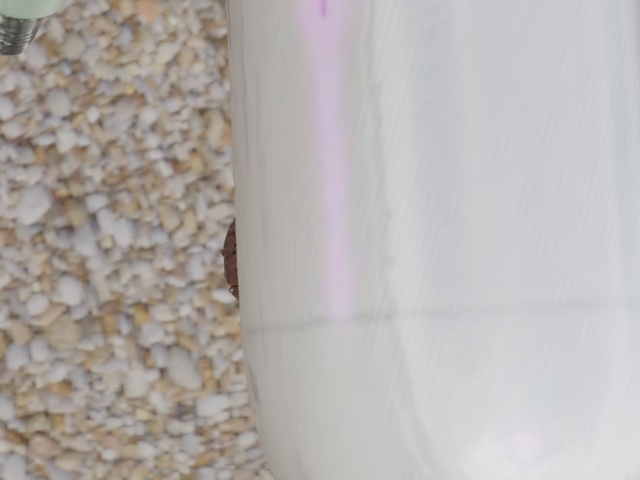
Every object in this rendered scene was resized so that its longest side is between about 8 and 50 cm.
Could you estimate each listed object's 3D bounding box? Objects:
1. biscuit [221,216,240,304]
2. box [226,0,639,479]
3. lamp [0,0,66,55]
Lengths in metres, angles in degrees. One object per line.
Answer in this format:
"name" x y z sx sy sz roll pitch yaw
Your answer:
"biscuit" 0.000 0.000 1.486 0.192 0.192 0.049 -55 145 -25
"box" 0.039 -0.056 0.582 0.141 0.288 0.349 -3 85 -1
"lamp" -0.215 -0.291 1.288 0.182 0.314 0.182 6 64 -13
